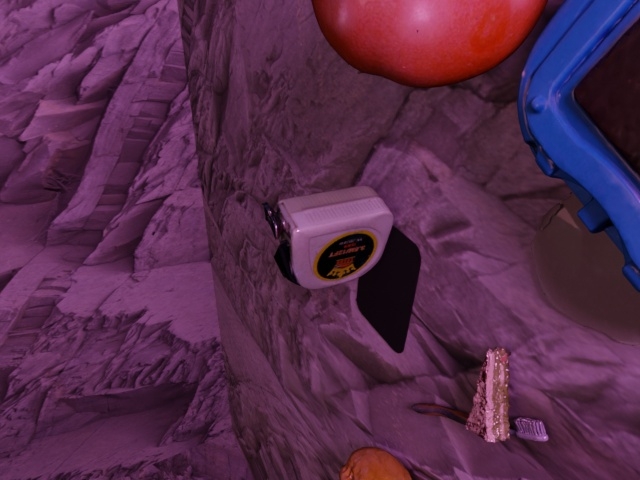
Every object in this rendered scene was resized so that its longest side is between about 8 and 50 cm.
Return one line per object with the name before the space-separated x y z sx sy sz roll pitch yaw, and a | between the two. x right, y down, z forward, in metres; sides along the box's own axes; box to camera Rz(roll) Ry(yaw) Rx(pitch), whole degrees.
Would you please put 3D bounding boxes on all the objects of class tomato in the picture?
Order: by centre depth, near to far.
tomato | 0.110 -0.289 0.493 0.256 0.255 0.225 57 165 34

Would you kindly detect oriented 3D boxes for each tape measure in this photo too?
tape measure | 0.000 0.000 0.881 0.115 0.235 0.207 61 151 35

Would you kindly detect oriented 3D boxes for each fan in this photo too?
fan | 0.307 -0.039 0.492 0.182 0.010 0.310 28 128 53

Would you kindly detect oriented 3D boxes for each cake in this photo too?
cake | 0.252 0.224 0.679 0.055 0.051 0.140 -139 52 -61

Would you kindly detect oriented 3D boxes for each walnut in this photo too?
walnut | 0.120 0.545 1.039 0.206 0.159 0.159 -166 64 -70

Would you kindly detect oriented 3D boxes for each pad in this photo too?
pad | 0.128 0.083 0.944 0.181 0.004 0.267 47 143 46

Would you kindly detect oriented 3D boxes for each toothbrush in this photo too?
toothbrush | 0.246 0.297 0.790 0.321 0.023 0.031 149 112 -63

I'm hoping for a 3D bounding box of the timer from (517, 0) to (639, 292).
timer | 0.308 -0.097 0.332 0.340 0.115 0.309 63 153 22
